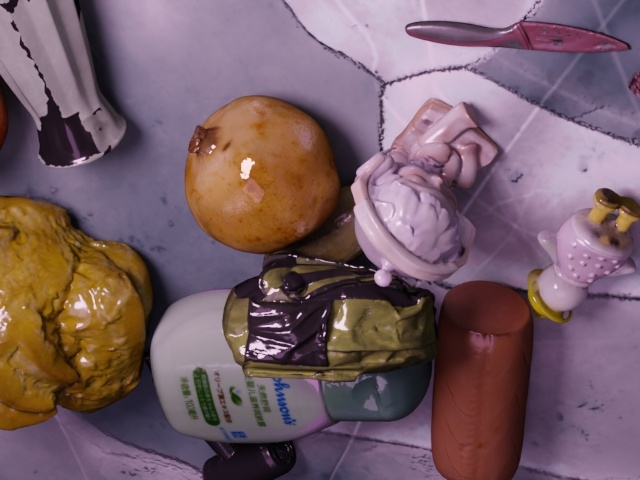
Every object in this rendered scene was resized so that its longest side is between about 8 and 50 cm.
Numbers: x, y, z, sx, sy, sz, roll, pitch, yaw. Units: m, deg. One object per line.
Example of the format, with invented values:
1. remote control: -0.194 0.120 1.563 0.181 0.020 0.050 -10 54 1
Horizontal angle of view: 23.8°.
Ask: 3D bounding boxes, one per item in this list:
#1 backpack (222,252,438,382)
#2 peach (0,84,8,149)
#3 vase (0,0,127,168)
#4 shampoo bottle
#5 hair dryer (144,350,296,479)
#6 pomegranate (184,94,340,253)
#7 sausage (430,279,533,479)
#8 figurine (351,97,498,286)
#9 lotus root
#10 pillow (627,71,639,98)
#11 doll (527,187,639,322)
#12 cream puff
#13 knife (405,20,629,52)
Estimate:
1. backpack: 0.013 0.089 1.761 0.253 0.207 0.140 1 94 -3
2. peach: -0.470 -0.156 1.823 0.232 0.232 0.232 8 127 10
3. vase: -0.334 -0.258 1.731 0.165 0.165 0.360 -6 127 19
4. shampoo bottle: -0.030 0.161 1.945 0.349 0.151 0.222 -2 118 16
5. hair dryer: -0.152 0.245 2.099 0.128 0.070 0.255 -28 109 30
6. pomegranate: -0.079 -0.079 1.768 0.196 0.196 0.196 8 127 10
7. sausage: 0.202 0.195 1.924 0.121 0.121 0.304 7 128 10
8. figurine: 0.114 -0.045 1.708 0.162 0.237 0.141 41 133 -11
9. lotus root: 0.000 0.001 1.865 0.183 0.077 0.090 -33 111 30
10. pillow: 0.435 -0.137 1.666 0.118 0.043 0.185 -32 103 33
11. doll: 0.306 0.026 1.798 0.129 0.081 0.207 18 132 -14
12. cream puff: -0.358 0.114 1.930 0.269 0.274 0.323 16 132 16
13. knife: 0.216 -0.228 1.680 0.247 0.018 0.035 5 123 9
